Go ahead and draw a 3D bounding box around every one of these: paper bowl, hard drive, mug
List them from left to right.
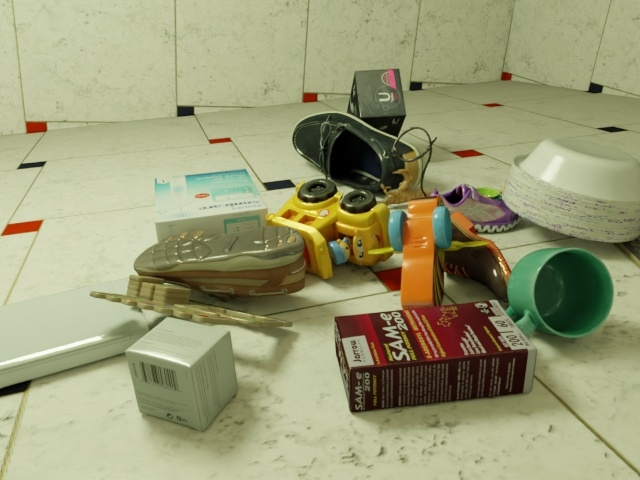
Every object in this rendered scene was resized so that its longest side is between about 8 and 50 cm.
[{"bbox_3d":[-0.439,0.145,0.853,0.308,0.040,0.203,-13,25,-24],"label":"hard drive"},{"bbox_3d":[0.335,0.076,0.818,0.158,0.129,0.097,-1,-1,-11],"label":"mug"},{"bbox_3d":[0.539,-0.119,1.142,0.284,0.148,0.284,8,24,-4],"label":"paper bowl"}]

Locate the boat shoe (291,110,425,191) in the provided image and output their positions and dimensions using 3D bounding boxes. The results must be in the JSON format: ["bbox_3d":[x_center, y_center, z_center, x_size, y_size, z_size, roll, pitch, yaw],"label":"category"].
[{"bbox_3d":[0.065,-0.254,1.563,0.156,0.186,0.500,-14,30,-38],"label":"boat shoe"}]

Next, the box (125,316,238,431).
[{"bbox_3d":[-0.173,0.166,0.698,0.101,0.101,0.087,7,27,23],"label":"box"}]

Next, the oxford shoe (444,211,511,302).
[{"bbox_3d":[0.268,0.044,0.991,0.098,0.096,0.271,-30,25,3],"label":"oxford shoe"}]

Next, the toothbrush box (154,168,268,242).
[{"bbox_3d":[-0.238,-0.048,1.177,0.217,0.126,0.295,-8,25,-12],"label":"toothbrush box"}]

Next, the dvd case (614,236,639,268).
[{"bbox_3d":[0.677,0.016,1.073,0.165,0.018,0.221,0,23,6],"label":"dvd case"}]

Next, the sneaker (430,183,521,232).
[{"bbox_3d":[0.336,-0.075,1.211,0.237,0.104,0.095,-6,22,-11],"label":"sneaker"}]

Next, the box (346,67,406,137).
[{"bbox_3d":[0.169,-0.394,1.735,0.144,0.165,0.270,-4,-17,-4],"label":"box"}]

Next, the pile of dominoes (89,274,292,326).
[{"bbox_3d":[-0.192,0.089,0.835,0.251,0.040,0.196,7,-5,28],"label":"pile of dominoes"}]

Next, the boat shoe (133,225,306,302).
[{"bbox_3d":[-0.176,0.054,0.951,0.325,0.116,0.123,-2,30,22],"label":"boat shoe"}]

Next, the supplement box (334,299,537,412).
[{"bbox_3d":[0.146,0.151,0.741,0.240,0.073,0.130,-6,24,-5],"label":"supplement box"}]

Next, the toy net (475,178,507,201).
[{"bbox_3d":[0.468,-0.120,1.376,0.122,0.045,0.232,14,28,34],"label":"toy net"}]

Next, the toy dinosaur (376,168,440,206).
[{"bbox_3d":[0.219,-0.121,1.362,0.212,0.112,0.064,-10,10,-3],"label":"toy dinosaur"}]

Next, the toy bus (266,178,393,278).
[{"bbox_3d":[0.000,0.000,1.041,0.220,0.149,0.211,18,44,34],"label":"toy bus"}]

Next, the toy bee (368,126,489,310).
[{"bbox_3d":[0.196,-0.017,0.952,0.195,0.298,0.162,19,-5,28],"label":"toy bee"}]
